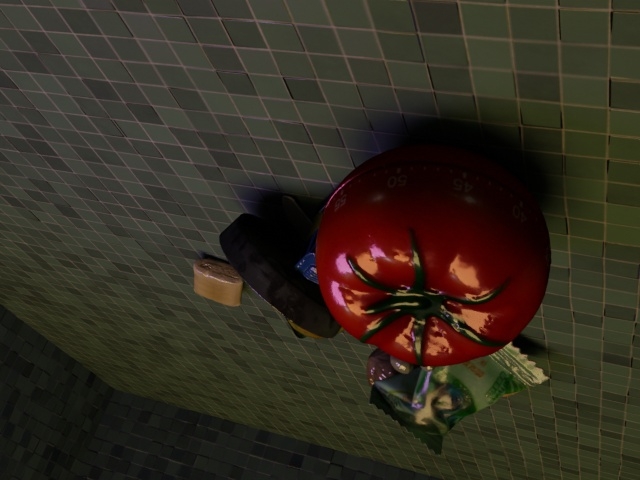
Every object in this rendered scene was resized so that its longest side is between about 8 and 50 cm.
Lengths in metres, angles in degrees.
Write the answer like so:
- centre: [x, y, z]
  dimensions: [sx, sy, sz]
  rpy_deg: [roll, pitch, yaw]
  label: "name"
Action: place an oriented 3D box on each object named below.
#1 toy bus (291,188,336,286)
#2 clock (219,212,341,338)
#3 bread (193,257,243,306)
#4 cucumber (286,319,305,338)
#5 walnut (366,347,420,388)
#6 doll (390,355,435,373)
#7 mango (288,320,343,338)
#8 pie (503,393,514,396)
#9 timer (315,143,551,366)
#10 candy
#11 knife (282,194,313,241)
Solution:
- centre: [0.111, 0.040, 1.651]
  dimensions: [0.288, 0.175, 0.138]
  rpy_deg: [25, 154, -10]
  label: "toy bus"
- centre: [-0.067, 0.068, 1.766]
  dimensions: [0.319, 0.066, 0.319]
  rpy_deg: [40, -169, -9]
  label: "clock"
- centre: [-0.264, 0.106, 2.229]
  dimensions: [0.140, 0.060, 0.178]
  rpy_deg: [20, 156, -1]
  label: "bread"
- centre: [-0.076, 0.186, 2.261]
  dimensions: [0.056, 0.056, 0.284]
  rpy_deg: [12, 150, 19]
  label: "cucumber"
- centre: [0.216, 0.362, 2.268]
  dimensions: [0.230, 0.178, 0.178]
  rpy_deg: [33, 153, -22]
  label: "walnut"
- centre: [0.218, 0.181, 1.879]
  dimensions: [0.228, 0.154, 0.258]
  rpy_deg: [60, 161, -2]
  label: "doll"
- centre: [-0.001, 0.169, 1.976]
  dimensions: [0.125, 0.111, 0.233]
  rpy_deg: [32, 150, -31]
  label: "mango"
- centre: [0.439, 0.348, 2.198]
  dimensions: [0.185, 0.052, 0.218]
  rpy_deg: [19, 154, 9]
  label: "pie"
- centre: [0.181, 0.020, 1.394]
  dimensions: [0.378, 0.279, 0.378]
  rpy_deg: [11, 138, 10]
  label: "timer"
- centre: [0.329, 0.342, 2.060]
  dimensions: [0.263, 0.172, 0.398]
  rpy_deg: [32, 133, -17]
  label: "candy"
- centre: [-0.002, 0.000, 1.847]
  dimensions: [0.081, 0.043, 0.336]
  rpy_deg: [6, 147, 40]
  label: "knife"
